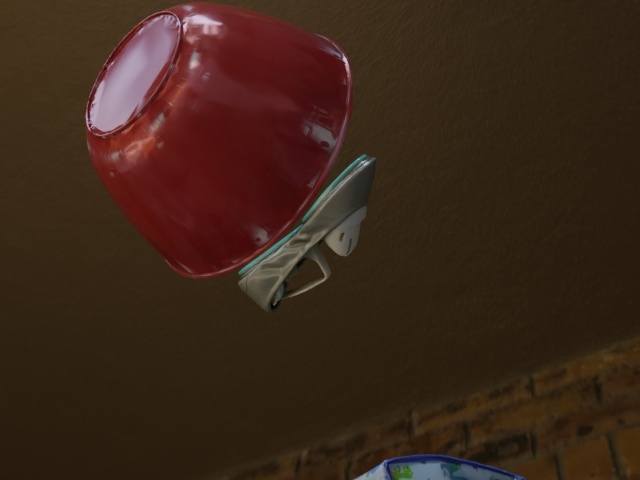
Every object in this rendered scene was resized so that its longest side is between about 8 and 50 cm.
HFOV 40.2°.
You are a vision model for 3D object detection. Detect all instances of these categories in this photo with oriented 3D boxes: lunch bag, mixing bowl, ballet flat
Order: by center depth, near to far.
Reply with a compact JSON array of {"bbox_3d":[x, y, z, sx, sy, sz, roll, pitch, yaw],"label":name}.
[{"bbox_3d":[-0.080,-0.078,0.543,0.181,0.181,0.098,-40,-49,21],"label":"mixing bowl"},{"bbox_3d":[0.103,0.257,0.823,0.151,0.096,0.129,1,-27,-29],"label":"lunch bag"},{"bbox_3d":[0.000,0.000,0.888,0.068,0.072,0.213,49,-59,2],"label":"ballet flat"}]
